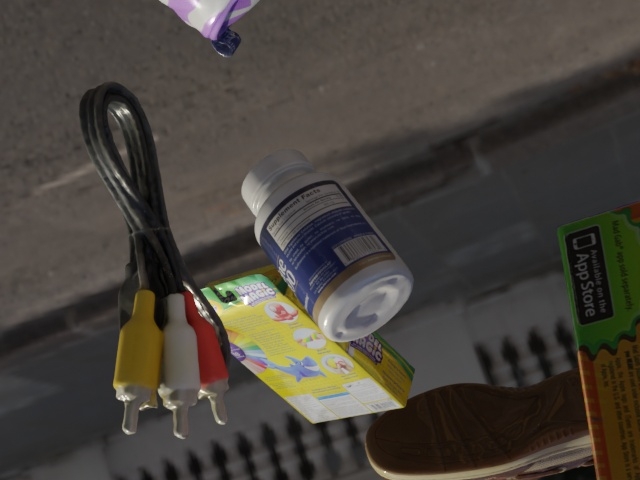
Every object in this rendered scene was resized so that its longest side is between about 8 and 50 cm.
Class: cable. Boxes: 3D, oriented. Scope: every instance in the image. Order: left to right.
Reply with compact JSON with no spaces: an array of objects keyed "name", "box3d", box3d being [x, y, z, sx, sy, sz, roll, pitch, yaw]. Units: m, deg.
[{"name":"cable","box3d":[-0.121,0.014,1.044,0.072,0.287,0.139,-10,171,39]}]

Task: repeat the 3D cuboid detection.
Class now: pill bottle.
[{"name":"pill bottle","box3d":[0.000,0.000,0.818,0.067,0.120,0.067,-26,148,-18]}]

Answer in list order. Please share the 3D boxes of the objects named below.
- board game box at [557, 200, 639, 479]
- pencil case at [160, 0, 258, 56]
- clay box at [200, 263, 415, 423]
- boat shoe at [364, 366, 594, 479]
[{"name":"board game box","box3d":[0.416,0.161,0.907,0.356,0.357,0.356,-18,147,25]},{"name":"pencil case","box3d":[-0.091,-0.178,0.562,0.086,0.206,0.088,-44,-170,33]},{"name":"clay box","box3d":[-0.024,0.094,1.273,0.127,0.053,0.222,-16,130,39]},{"name":"boat shoe","box3d":[0.217,0.233,1.480,0.342,0.123,0.123,-12,133,-14]}]
